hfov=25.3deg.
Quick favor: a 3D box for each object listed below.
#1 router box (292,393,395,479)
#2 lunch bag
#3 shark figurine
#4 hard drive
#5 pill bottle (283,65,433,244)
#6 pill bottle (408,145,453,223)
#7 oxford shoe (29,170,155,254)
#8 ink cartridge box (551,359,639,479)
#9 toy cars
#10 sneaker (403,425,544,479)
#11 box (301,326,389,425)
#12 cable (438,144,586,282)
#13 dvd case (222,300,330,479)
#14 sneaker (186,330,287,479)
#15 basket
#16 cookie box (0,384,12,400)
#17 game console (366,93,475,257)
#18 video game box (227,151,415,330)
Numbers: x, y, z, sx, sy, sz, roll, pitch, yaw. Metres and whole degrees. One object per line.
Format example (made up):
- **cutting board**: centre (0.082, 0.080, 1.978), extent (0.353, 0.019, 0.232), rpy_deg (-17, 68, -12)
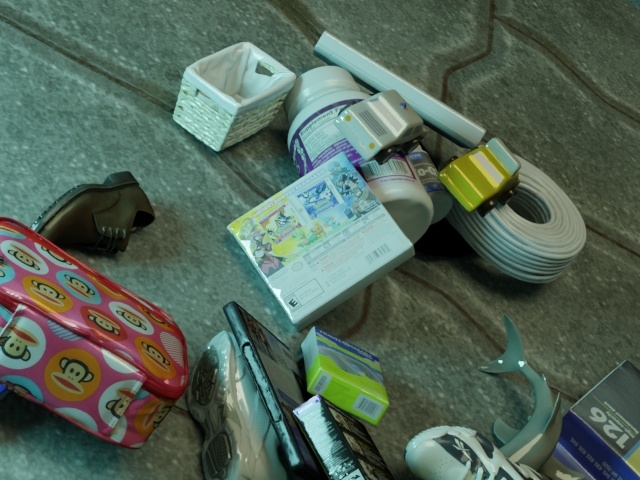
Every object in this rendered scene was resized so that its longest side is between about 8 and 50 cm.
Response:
- **router box**: centre (0.041, 0.277, 1.794), extent (0.133, 0.046, 0.179), rpy_deg (59, 7, 29)
- **lunch bag**: centre (-0.298, 0.101, 1.691), extent (0.293, 0.120, 0.258), rpy_deg (33, 13, -15)
- **shark figurine**: centre (0.315, 0.238, 2.059), extent (0.166, 0.116, 0.278), rpy_deg (13, 43, 0)
- **hard drive**: centre (0.127, -0.251, 2.393), extent (0.307, 0.040, 0.203), rpy_deg (32, 4, -3)
- **pill bottle**: centre (0.047, -0.126, 2.229), extent (0.169, 0.169, 0.301), rpy_deg (6, 45, -36)
- **pill bottle**: centre (0.153, -0.097, 2.292), extent (0.078, 0.078, 0.137), rpy_deg (5, 46, -37)
- **oxford shoe**: centre (-0.299, -0.023, 1.896), extent (0.096, 0.083, 0.227), rpy_deg (49, 38, 10)
- **ink cartridge box**: centre (0.499, 0.350, 2.155), extent (0.303, 0.072, 0.307), rpy_deg (45, 35, 13)
- **toy cars**: centre (0.185, -0.147, 2.163), extent (0.393, 0.087, 0.176), rpy_deg (24, 34, -33)
- **sneaker**: centre (0.226, 0.338, 1.878), extent (0.235, 0.094, 0.153), rpy_deg (34, 10, -26)
- **box**: centre (0.031, 0.177, 1.923), extent (0.109, 0.042, 0.178), rpy_deg (28, 14, -11)
- **cable**: centre (0.323, -0.047, 2.368), extent (0.257, 0.089, 0.257), rpy_deg (-11, 57, -47)
- **dvd case**: centre (-0.039, 0.210, 1.819), extent (0.180, 0.022, 0.253), rpy_deg (46, 15, -56)
- **sneaker**: centre (-0.097, 0.222, 1.797), extent (0.115, 0.090, 0.232), rpy_deg (21, 44, -35)
- **basket**: centre (-0.136, -0.224, 2.225), extent (0.113, 0.103, 0.167), rpy_deg (37, 38, 15)
- **cookie box**: centre (-0.403, 0.153, 1.641), extent (0.092, 0.040, 0.107), rpy_deg (41, 34, 5)
- **game console**: centre (0.147, -0.115, 2.407), extent (0.213, 0.044, 0.361), rpy_deg (-4, 51, -43)
- **video game box**: centre (0.000, 0.000, 2.043), extent (0.187, 0.205, 0.048), rpy_deg (55, -5, 22)
